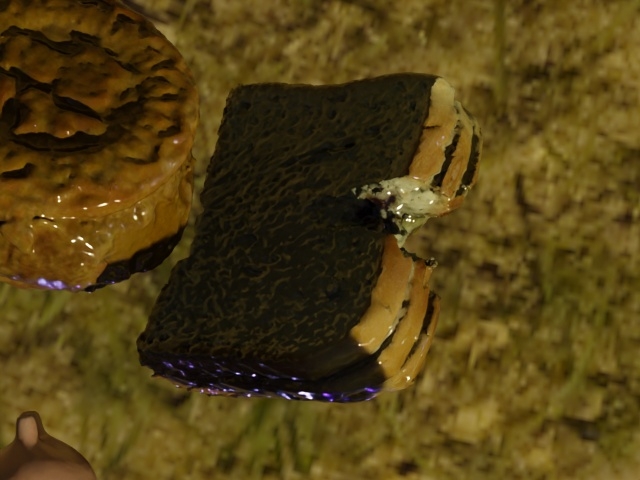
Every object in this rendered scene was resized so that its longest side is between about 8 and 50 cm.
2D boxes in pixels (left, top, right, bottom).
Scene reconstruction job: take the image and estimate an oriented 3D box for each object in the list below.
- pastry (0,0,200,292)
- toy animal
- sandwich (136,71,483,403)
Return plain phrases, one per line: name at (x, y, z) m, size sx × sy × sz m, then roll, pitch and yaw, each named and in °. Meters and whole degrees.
pastry at (-0.209, -0.068, 1.325) m, size 0.235 × 0.240 × 0.132 m, roll -22°, pitch 151°, yaw -24°
toy animal at (-0.144, 0.162, 0.914) m, size 0.089 × 0.150 × 0.083 m, roll 6°, pitch -172°, yaw 43°
sandwich at (-0.001, -0.001, 1.421) m, size 0.249 × 0.273 × 0.095 m, roll -1°, pitch 151°, yaw 39°
